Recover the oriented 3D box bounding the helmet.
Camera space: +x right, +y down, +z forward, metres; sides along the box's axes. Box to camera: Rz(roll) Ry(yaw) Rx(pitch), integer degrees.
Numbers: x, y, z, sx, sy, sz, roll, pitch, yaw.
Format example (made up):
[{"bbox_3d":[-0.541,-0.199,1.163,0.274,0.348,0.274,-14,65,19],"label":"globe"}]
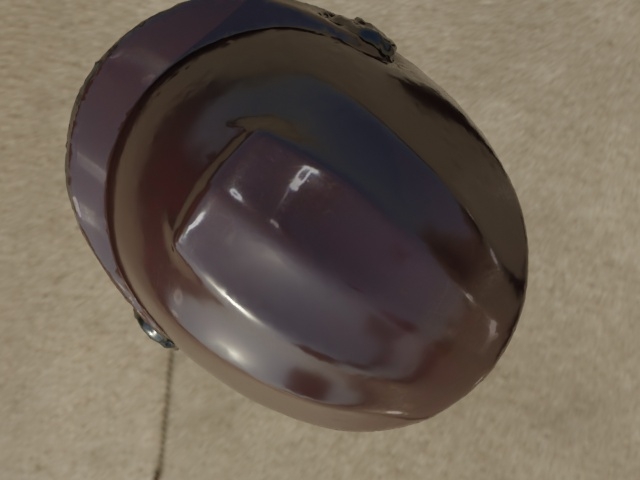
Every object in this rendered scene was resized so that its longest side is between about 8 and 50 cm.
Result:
[{"bbox_3d":[0.000,0.000,0.389,0.123,0.070,0.098,30,104,-29],"label":"helmet"}]
